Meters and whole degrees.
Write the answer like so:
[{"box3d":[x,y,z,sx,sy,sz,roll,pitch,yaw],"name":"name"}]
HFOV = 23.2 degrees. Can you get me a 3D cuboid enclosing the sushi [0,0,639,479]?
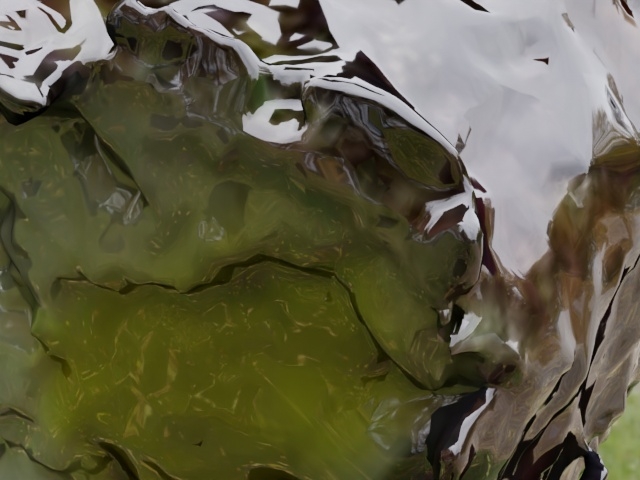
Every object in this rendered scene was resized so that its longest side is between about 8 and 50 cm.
[{"box3d":[-0.002,0.001,0.590,0.281,0.299,0.294,13,36,23],"name":"sushi"}]
